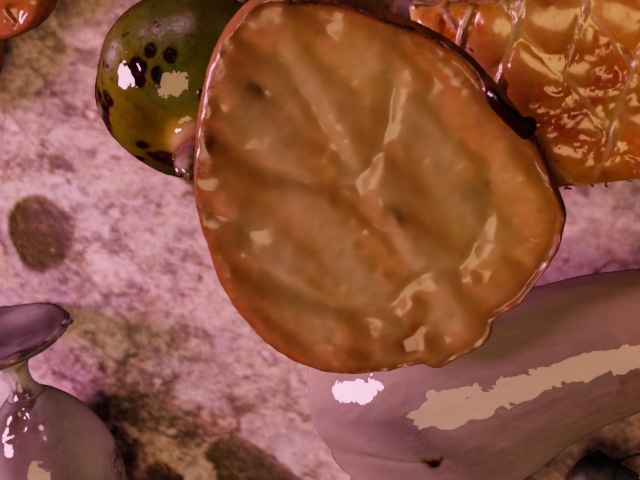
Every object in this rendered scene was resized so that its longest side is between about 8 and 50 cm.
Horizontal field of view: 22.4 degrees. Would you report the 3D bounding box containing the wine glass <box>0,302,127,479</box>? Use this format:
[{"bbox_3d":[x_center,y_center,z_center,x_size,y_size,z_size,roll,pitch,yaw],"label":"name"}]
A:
[{"bbox_3d":[-0.193,0.157,1.173,0.103,0.103,0.222,-6,116,21],"label":"wine glass"}]

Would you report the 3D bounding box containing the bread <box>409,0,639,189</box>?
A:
[{"bbox_3d":[0.151,-0.097,0.937,0.188,0.068,0.125,-5,117,20],"label":"bread"}]

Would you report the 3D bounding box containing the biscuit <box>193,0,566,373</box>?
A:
[{"bbox_3d":[0.026,-0.031,0.915,0.203,0.041,0.260,-27,118,11],"label":"biscuit"}]

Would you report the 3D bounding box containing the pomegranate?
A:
[{"bbox_3d":[-0.075,-0.081,0.972,0.122,0.161,0.122,-5,135,-5],"label":"pomegranate"}]

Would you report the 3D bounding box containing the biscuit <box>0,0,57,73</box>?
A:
[{"bbox_3d":[-0.243,-0.210,1.015,0.186,0.044,0.295,25,122,7],"label":"biscuit"}]

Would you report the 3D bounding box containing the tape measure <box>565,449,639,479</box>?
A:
[{"bbox_3d":[0.223,0.223,1.071,0.180,0.107,0.104,38,119,-2],"label":"tape measure"}]

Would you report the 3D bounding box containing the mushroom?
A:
[{"bbox_3d":[0.142,0.087,1.032,0.328,0.122,0.159,-18,148,26],"label":"mushroom"}]
